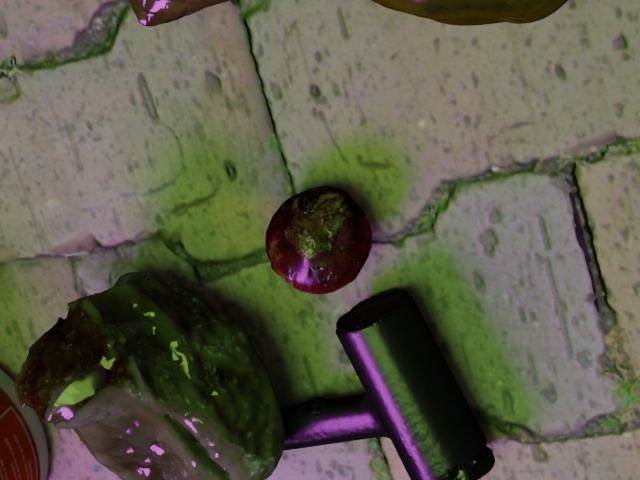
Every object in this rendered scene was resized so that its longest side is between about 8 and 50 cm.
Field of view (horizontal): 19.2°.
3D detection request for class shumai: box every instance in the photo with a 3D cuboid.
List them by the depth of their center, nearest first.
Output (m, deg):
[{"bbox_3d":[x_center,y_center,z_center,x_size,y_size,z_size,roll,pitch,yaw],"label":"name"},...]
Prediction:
[{"bbox_3d":[-0.180,0.175,1.903,0.225,0.222,0.260,-38,90,37],"label":"shumai"}]

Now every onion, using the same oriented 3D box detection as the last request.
[{"bbox_3d":[0.000,0.000,1.843,0.107,0.097,0.107,-8,71,24],"label":"onion"}]

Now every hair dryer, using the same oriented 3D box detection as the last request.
[{"bbox_3d":[0.028,0.172,1.919,0.251,0.089,0.197,-18,106,34],"label":"hair dryer"}]

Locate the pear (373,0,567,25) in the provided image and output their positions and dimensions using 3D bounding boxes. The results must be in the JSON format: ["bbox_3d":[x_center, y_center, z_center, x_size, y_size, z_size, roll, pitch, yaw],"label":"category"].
[{"bbox_3d":[0.130,-0.320,1.543,0.294,0.294,0.294,9,116,18],"label":"pear"}]

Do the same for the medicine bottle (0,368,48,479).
[{"bbox_3d":[-0.453,0.266,2.056,0.253,0.241,0.252,8,116,17],"label":"medicine bottle"}]

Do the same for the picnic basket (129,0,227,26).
[{"bbox_3d":[-0.093,-0.280,1.719,0.178,0.138,0.128,-29,100,36],"label":"picnic basket"}]
